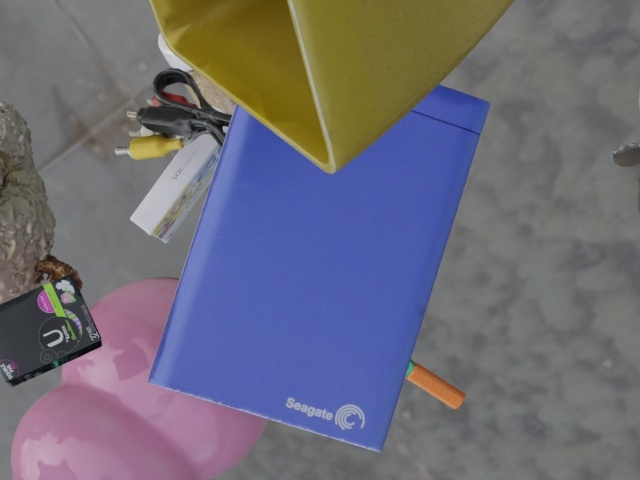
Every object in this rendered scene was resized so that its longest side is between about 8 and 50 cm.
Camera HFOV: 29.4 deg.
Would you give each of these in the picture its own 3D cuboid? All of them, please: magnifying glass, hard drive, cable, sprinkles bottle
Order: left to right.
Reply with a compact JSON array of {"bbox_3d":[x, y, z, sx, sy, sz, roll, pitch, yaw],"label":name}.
[{"bbox_3d":[-0.157,-0.160,1.690,0.287,0.139,0.072,14,158,30],"label":"cable"},{"bbox_3d":[-0.179,-0.274,2.315,0.121,0.121,0.355,13,149,34],"label":"sprinkles bottle"},{"bbox_3d":[0.000,0.000,1.055,0.210,0.318,0.040,18,178,-8],"label":"hard drive"},{"bbox_3d":[0.114,0.178,1.806,0.231,0.026,0.092,34,105,-7],"label":"magnifying glass"}]

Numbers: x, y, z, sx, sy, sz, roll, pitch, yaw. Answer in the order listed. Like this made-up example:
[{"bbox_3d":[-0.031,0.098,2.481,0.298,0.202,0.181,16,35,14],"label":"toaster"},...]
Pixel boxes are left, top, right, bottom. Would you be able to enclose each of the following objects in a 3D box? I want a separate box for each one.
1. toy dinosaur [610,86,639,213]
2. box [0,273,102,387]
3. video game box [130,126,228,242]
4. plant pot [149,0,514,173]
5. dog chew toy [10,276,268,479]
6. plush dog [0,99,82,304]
[{"bbox_3d":[0.375,-0.020,1.246,0.121,0.313,0.160,-34,119,21],"label":"toy dinosaur"},{"bbox_3d":[-0.227,0.074,0.989,0.062,0.083,0.052,64,167,7],"label":"box"},{"bbox_3d":[-0.206,-0.094,1.881,0.048,0.205,0.187,35,176,0],"label":"video game box"},{"bbox_3d":[0.008,-0.201,0.677,0.212,0.187,0.212,41,154,47],"label":"plant pot"},{"bbox_3d":[-0.188,0.195,1.130,0.207,0.332,0.206,28,153,15],"label":"dog chew toy"},{"bbox_3d":[-0.374,-0.006,1.197,0.211,0.225,0.262,33,102,32],"label":"plush dog"}]
